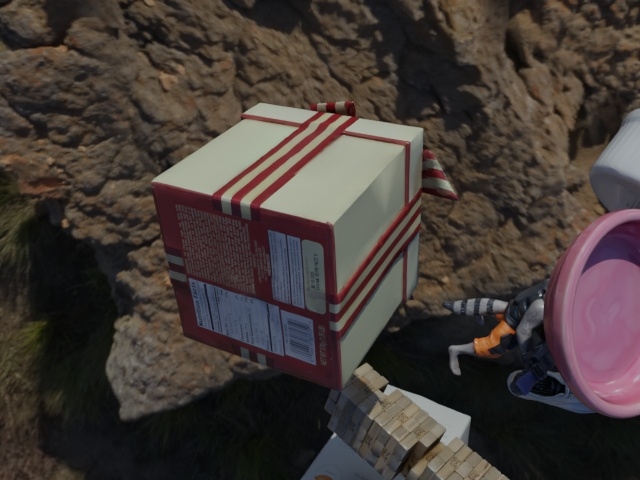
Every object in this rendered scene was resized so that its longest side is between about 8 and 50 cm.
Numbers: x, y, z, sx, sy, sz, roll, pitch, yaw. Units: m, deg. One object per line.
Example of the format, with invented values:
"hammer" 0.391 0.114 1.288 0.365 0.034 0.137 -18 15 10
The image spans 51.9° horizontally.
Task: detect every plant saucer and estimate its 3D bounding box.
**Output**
"plant saucer" 0.479 0.114 1.068 0.332 0.084 0.332 -2 94 -29

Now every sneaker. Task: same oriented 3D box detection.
"sneaker" 0.581 0.360 1.567 0.258 0.091 0.094 3 79 9

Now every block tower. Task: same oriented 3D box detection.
"block tower" 0.159 0.339 1.018 0.335 0.097 0.091 38 129 26

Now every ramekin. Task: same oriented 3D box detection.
"ramekin" 0.630 -0.096 1.195 0.277 0.277 0.135 42 90 -12

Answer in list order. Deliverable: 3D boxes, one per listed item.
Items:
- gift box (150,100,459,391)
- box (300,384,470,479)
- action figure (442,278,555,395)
"gift box" 0.000 0.000 0.775 0.276 0.258 0.255 17 129 21
"box" 0.111 0.457 1.210 0.214 0.345 0.168 16 130 28
"action figure" 0.394 0.169 1.302 0.330 0.341 0.179 -27 90 42
